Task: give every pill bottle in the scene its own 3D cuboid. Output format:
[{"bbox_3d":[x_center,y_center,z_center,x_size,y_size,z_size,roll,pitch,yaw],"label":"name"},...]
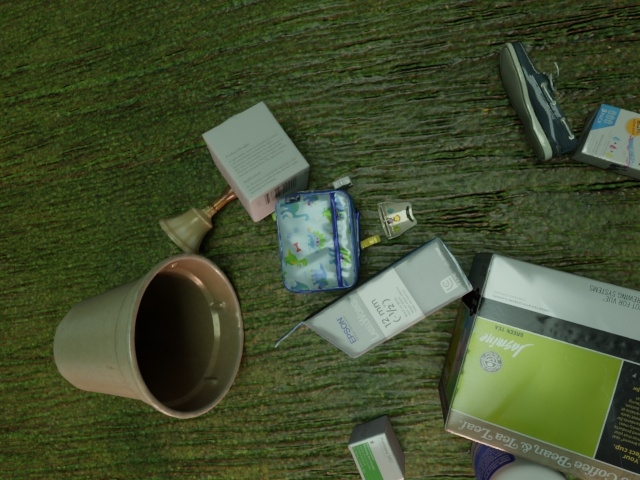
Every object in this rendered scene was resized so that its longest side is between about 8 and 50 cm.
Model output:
[{"bbox_3d":[0.367,0.451,0.723,0.153,0.272,0.152,0,89,13],"label":"pill bottle"}]

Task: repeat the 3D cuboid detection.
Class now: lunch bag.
[{"bbox_3d":[0.000,0.000,0.865,0.176,0.090,0.218,-3,93,12],"label":"lunch bag"}]

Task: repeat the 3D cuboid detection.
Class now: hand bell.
[{"bbox_3d":[-0.254,-0.084,0.976,0.242,0.126,0.126,-42,80,-3],"label":"hand bell"}]

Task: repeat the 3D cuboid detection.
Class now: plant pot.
[{"bbox_3d":[-0.396,0.215,0.900,0.306,0.334,0.333,-10,86,23],"label":"plant pot"}]

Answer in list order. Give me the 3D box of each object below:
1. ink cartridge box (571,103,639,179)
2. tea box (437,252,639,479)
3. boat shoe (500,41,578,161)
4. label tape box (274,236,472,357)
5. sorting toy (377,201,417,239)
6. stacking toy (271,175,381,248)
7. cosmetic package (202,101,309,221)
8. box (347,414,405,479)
[{"bbox_3d":[0.616,-0.186,0.792,0.182,0.061,0.104,21,93,12],"label":"ink cartridge box"},{"bbox_3d":[0.424,0.218,0.744,0.329,0.220,0.323,16,91,13],"label":"tea box"},{"bbox_3d":[0.443,-0.290,0.817,0.079,0.095,0.254,-22,85,13],"label":"boat shoe"},{"bbox_3d":[0.108,0.132,0.801,0.348,0.249,0.115,-35,81,9],"label":"label tape box"},{"bbox_3d":[0.174,-0.051,0.900,0.075,0.045,0.083,-17,84,4],"label":"sorting toy"},{"bbox_3d":[0.007,-0.030,0.930,0.221,0.052,0.166,-24,84,12],"label":"stacking toy"},{"bbox_3d":[-0.138,-0.169,0.896,0.151,0.151,0.183,-33,81,-11],"label":"cosmetic package"},{"bbox_3d":[0.123,0.454,0.865,0.087,0.102,0.101,-25,82,9],"label":"box"}]
